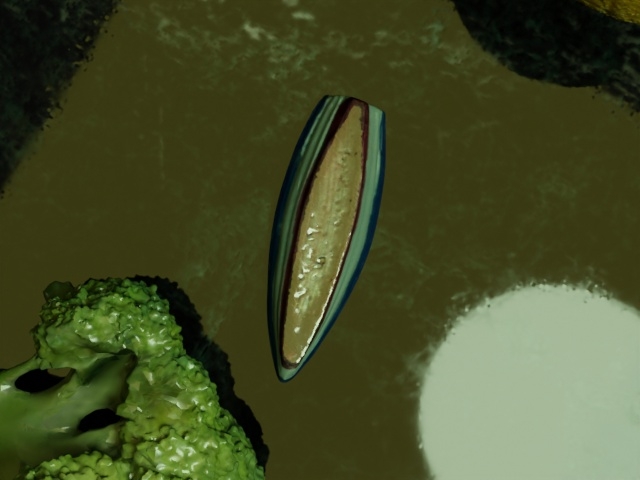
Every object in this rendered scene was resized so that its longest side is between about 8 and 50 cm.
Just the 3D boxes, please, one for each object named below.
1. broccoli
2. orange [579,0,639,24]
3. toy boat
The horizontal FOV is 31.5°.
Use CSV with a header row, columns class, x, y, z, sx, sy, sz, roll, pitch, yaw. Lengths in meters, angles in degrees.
class,x,y,z,sx,sy,sz,roll,pitch,yaw
broccoli,-0.183,0.151,0.798,0.302,0.186,0.254,41,98,-6
orange,0.251,-0.282,0.775,0.274,0.274,0.274,0,89,-1
toy boat,0.000,0.000,0.878,0.080,0.046,0.229,16,87,-4
